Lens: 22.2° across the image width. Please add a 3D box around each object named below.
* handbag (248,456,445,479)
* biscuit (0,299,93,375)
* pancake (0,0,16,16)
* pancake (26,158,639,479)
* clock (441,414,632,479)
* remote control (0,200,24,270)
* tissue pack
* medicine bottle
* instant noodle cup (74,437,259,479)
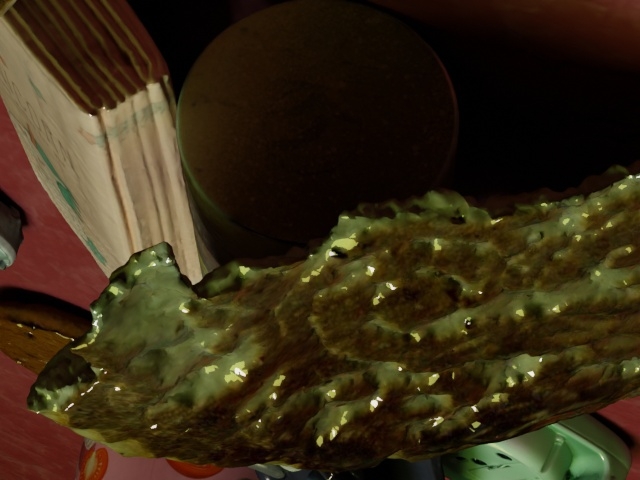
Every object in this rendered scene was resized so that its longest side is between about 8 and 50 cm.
[{"bbox_3d":[-0.014,0.155,1.337,0.269,0.118,0.325,45,166,25],"label":"handbag"},{"bbox_3d":[-0.253,0.118,1.683,0.212,0.036,0.212,21,158,9],"label":"biscuit"},{"bbox_3d":[-0.211,-0.173,0.857,0.158,0.158,0.028,20,171,14],"label":"pancake"},{"bbox_3d":[0.053,0.043,0.891,0.427,0.067,0.305,-12,149,-7],"label":"pancake"},{"bbox_3d":[0.133,0.154,1.321,0.211,0.066,0.159,33,156,-15],"label":"clock"},{"bbox_3d":[-0.343,-0.054,1.380,0.104,0.052,0.247,9,153,37],"label":"remote control"},{"bbox_3d":[-0.142,-0.076,1.005,0.170,0.071,0.325,54,167,19],"label":"tissue pack"},{"bbox_3d":[0.000,0.000,1.005,0.151,0.151,0.322,21,158,10],"label":"medicine bottle"},{"bbox_3d":[-0.142,0.265,1.589,0.243,0.231,0.243,12,157,5],"label":"instant noodle cup"}]
